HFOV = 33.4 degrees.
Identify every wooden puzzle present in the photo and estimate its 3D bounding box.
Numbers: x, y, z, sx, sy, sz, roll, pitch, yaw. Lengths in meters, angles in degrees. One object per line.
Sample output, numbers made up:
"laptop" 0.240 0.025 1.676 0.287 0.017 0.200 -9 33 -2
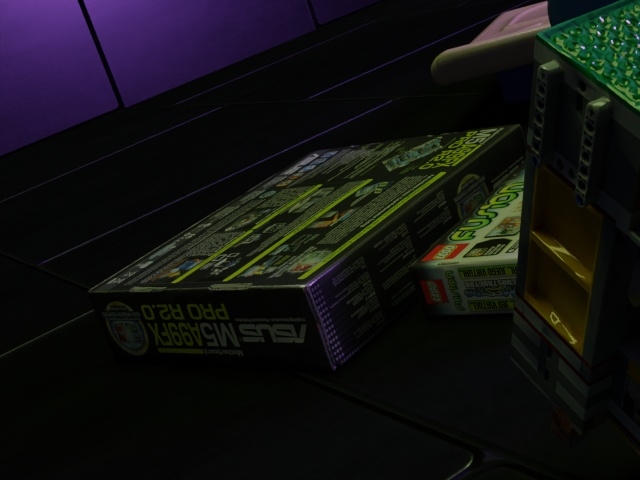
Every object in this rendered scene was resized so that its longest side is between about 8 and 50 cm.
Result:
"wooden puzzle" 0.315 -0.222 1.117 0.322 0.080 0.348 -10 14 27

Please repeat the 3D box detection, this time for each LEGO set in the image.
"LEGO set" 0.225 0.015 0.376 0.331 0.192 0.255 -30 49 -23

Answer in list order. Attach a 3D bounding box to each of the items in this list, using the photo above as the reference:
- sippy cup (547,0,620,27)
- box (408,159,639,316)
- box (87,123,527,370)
"sippy cup" 0.268 -0.185 0.676 0.224 0.240 0.305 -45 38 -22
"box" 0.157 -0.016 0.690 0.114 0.036 0.207 -6 21 39
"box" 0.000 0.000 0.775 0.216 0.060 0.270 -3 23 41
